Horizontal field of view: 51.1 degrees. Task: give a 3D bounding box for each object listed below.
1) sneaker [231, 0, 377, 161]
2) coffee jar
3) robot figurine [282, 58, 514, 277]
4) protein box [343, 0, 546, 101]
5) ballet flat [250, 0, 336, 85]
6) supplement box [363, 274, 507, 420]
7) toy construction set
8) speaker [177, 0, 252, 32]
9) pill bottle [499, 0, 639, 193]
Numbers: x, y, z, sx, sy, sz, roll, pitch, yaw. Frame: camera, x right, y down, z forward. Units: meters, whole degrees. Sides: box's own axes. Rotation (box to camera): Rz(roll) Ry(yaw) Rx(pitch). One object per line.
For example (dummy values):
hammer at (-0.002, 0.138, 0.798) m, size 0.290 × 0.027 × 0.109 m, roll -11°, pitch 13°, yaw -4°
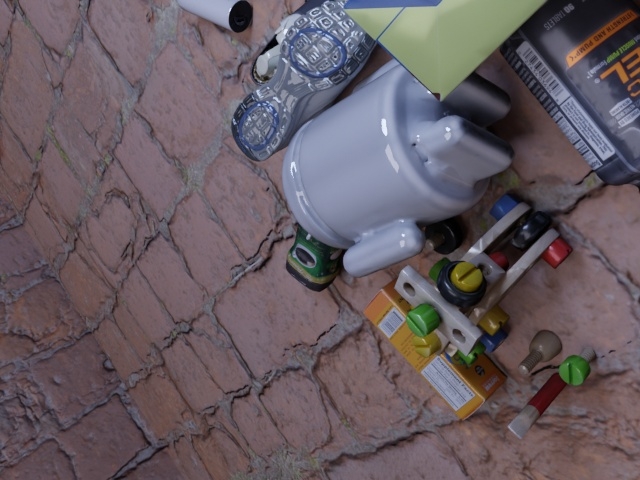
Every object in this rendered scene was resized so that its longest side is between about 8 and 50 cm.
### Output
sneaker at (-0.013, -0.242, 0.993) m, size 0.297 × 0.129 × 0.111 m, roll -40°, pitch 84°, yaw 32°
coffee jar at (0.000, 0.000, 1.151) m, size 0.096 × 0.079 × 0.184 m, roll 38°, pitch 135°, yaw 20°
robot figurine at (0.083, -0.103, 0.895) m, size 0.353 × 0.199 × 0.300 m, roll -21°, pitch 55°, yaw 49°
protein box at (0.160, -0.283, 0.660) m, size 0.136 × 0.201 × 0.200 m, roll 42°, pitch 132°, yaw -6°
ballet flat at (-0.049, -0.297, 1.025) m, size 0.203 × 0.074 × 0.074 m, roll -30°, pitch 90°, yaw 51°
supplement box at (0.180, 0.165, 1.065) m, size 0.233 × 0.078 × 0.080 m, roll 48°, pitch 137°, yaw 13°
toy construction set at (0.204, 0.119, 0.882) m, size 0.309 × 0.237 × 0.257 m, roll 58°, pitch 141°, yaw 1°
speaker at (-0.177, -0.391, 1.114) m, size 0.136 × 0.055 × 0.055 m, roll 32°, pitch 134°, yaw 31°
pill bottle at (0.308, -0.148, 0.689) m, size 0.246 × 0.130 × 0.130 m, roll 54°, pitch 141°, yaw 6°
